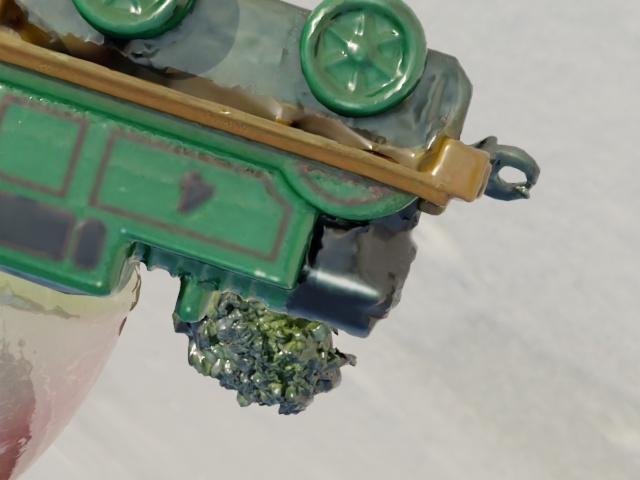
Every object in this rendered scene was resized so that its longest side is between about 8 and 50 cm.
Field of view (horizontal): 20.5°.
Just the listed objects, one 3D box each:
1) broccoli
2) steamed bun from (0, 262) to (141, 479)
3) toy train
[{"bbox_3d":[0.003,0.005,1.546,0.145,0.304,0.165,37,154,-12],"label":"broccoli"},{"bbox_3d":[-0.229,0.019,0.982,0.309,0.309,0.309,40,160,17],"label":"steamed bun"},{"bbox_3d":[-0.041,-0.034,0.618,0.227,0.136,0.091,20,-178,-3],"label":"toy train"}]
